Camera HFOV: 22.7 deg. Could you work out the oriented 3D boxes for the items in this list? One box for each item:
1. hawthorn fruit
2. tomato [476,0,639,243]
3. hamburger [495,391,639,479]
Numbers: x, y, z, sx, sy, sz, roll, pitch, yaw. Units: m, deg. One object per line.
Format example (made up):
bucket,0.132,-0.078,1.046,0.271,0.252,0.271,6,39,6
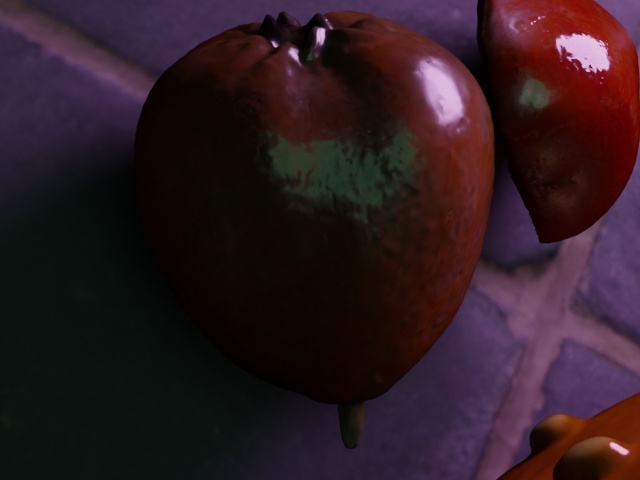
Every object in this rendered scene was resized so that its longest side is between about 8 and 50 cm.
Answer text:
hawthorn fruit,0.000,0.000,0.876,0.199,0.199,0.251,-12,104,-23
tomato,0.146,-0.097,0.937,0.082,0.166,0.174,-11,52,15
hamburger,0.226,0.215,0.828,0.396,0.396,0.277,-30,97,-22
